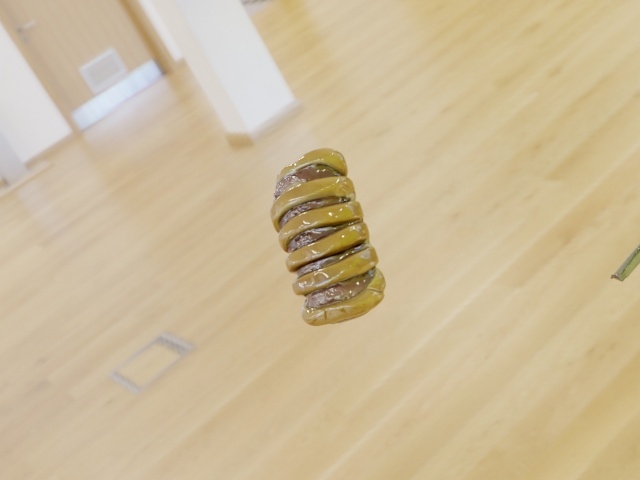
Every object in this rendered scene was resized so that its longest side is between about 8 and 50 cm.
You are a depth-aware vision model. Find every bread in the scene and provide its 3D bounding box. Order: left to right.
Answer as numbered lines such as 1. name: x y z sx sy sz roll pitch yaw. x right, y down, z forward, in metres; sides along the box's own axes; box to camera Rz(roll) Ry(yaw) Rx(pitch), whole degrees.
1. bread: 0.000 0.000 1.340 0.134 0.225 0.081 -26 -12 37

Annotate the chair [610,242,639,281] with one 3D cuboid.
1. chair: 0.479 0.009 1.068 0.190 0.203 0.274 30 81 45
